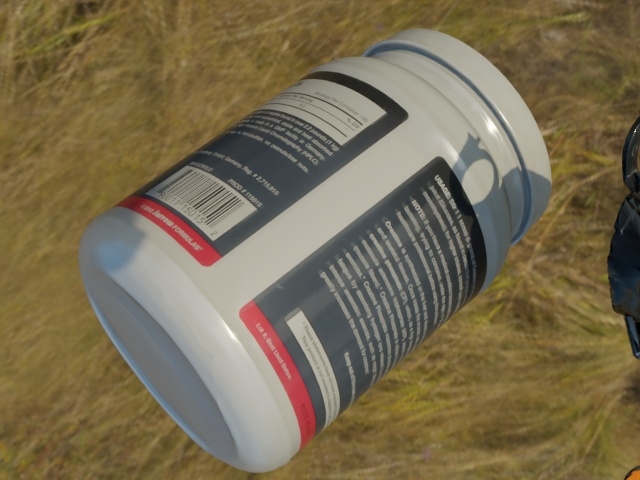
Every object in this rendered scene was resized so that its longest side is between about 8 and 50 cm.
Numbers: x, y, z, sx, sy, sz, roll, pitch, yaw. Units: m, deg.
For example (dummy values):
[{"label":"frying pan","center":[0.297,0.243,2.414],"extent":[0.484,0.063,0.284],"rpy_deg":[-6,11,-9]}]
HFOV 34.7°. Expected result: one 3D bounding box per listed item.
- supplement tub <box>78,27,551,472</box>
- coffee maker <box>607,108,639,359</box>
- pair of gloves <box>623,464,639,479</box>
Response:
[{"label":"supplement tub","center":[0.000,0.000,0.671],"extent":[0.191,0.272,0.191],"rpy_deg":[41,154,25]},{"label":"coffee maker","center":[0.231,0.032,0.474],"extent":[0.178,0.120,0.171],"rpy_deg":[33,-179,43]},{"label":"pair of gloves","center":[0.206,0.170,0.597],"extent":[0.010,0.074,0.083],"rpy_deg":[110,143,-62]}]
